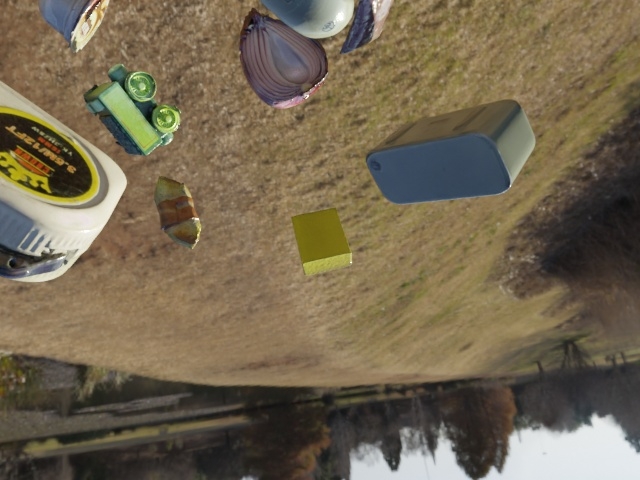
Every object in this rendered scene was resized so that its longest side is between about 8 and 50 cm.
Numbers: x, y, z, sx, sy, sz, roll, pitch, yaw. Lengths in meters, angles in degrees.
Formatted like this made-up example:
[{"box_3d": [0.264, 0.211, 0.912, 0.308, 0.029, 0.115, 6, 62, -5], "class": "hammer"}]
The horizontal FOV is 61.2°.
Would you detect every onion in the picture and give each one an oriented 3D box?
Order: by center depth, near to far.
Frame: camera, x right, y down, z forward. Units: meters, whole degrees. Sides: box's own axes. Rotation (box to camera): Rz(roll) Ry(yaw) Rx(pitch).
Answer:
[{"box_3d": [-0.118, -0.498, 1.481, 0.227, 0.283, 0.120, -30, 179, -16], "class": "onion"}]

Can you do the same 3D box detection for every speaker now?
[{"box_3d": [0.325, -0.225, 1.389, 0.406, 0.183, 0.184, -2, -143, 52], "class": "speaker"}]

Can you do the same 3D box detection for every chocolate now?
[{"box_3d": [-0.697, -0.653, 1.508, 0.147, 0.221, 0.221, 37, 141, -19], "class": "chocolate"}]

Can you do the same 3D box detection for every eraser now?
[{"box_3d": [0.000, 0.000, 1.077, 0.097, 0.122, 0.045, -14, 144, -5], "class": "eraser"}]

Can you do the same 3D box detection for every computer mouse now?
[{"box_3d": [-0.028, -0.351, 0.782, 0.181, 0.056, 0.089, 24, 132, -34], "class": "computer mouse"}]

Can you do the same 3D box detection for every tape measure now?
[{"box_3d": [-0.383, -0.074, 0.615, 0.133, 0.231, 0.271, -41, 114, 20], "class": "tape measure"}]

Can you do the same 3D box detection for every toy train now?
[{"box_3d": [-0.561, -0.387, 1.633, 0.159, 0.188, 0.272, 15, 145, 49], "class": "toy train"}]

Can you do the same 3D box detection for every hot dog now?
[{"box_3d": [-0.459, -0.082, 1.741, 0.123, 0.261, 0.093, -10, 160, -21], "class": "hot dog"}]

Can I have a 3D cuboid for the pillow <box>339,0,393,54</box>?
[{"box_3d": [0.109, -0.478, 1.168, 0.118, 0.043, 0.185, -32, 171, -19], "class": "pillow"}]
